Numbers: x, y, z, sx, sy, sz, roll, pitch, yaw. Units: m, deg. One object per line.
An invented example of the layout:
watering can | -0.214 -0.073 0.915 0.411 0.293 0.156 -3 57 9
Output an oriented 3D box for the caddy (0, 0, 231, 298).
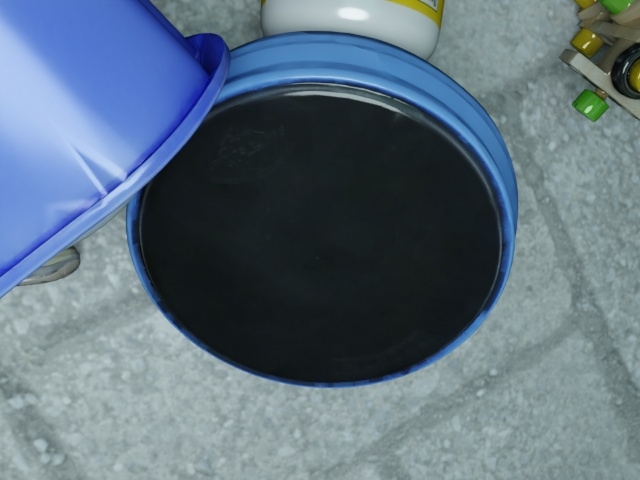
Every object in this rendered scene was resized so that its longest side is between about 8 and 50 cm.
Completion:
caddy | -0.225 -0.068 0.419 0.341 0.241 0.179 -37 127 3

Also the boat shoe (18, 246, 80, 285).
boat shoe | -0.413 -0.006 0.559 0.325 0.123 0.116 -4 93 -22

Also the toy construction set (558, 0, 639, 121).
toy construction set | 0.396 -0.244 0.692 0.309 0.257 0.237 18 111 -36

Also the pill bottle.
pill bottle | 0.039 -0.287 0.589 0.188 0.188 0.333 7 95 -14

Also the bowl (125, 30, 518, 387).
bowl | 0.000 0.000 0.569 0.392 0.077 0.390 2 125 3
